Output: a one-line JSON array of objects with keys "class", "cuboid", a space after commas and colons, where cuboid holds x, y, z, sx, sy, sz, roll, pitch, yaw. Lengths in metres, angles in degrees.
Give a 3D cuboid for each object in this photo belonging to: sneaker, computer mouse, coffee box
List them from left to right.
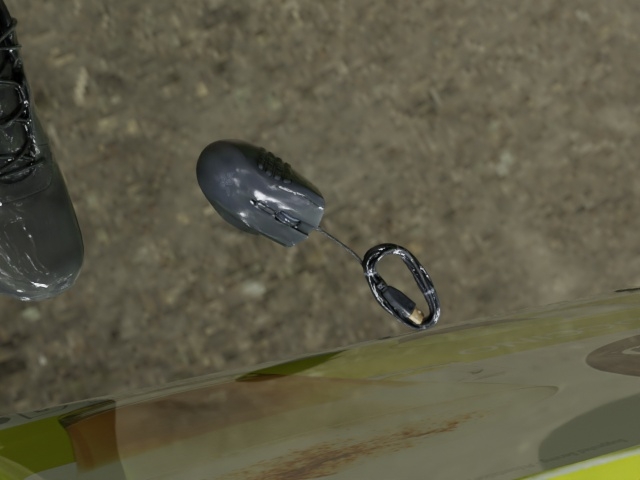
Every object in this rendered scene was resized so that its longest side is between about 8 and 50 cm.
[{"class": "sneaker", "cuboid": [-0.237, -0.093, 1.190, 0.109, 0.286, 0.130, -29, 178, -35]}, {"class": "computer mouse", "cuboid": [0.000, 0.000, 1.470, 0.242, 0.041, 0.071, 34, 111, -8]}, {"class": "coffee box", "cuboid": [0.085, 0.209, 0.652, 0.338, 0.338, 0.334, -12, -177, -21]}]
